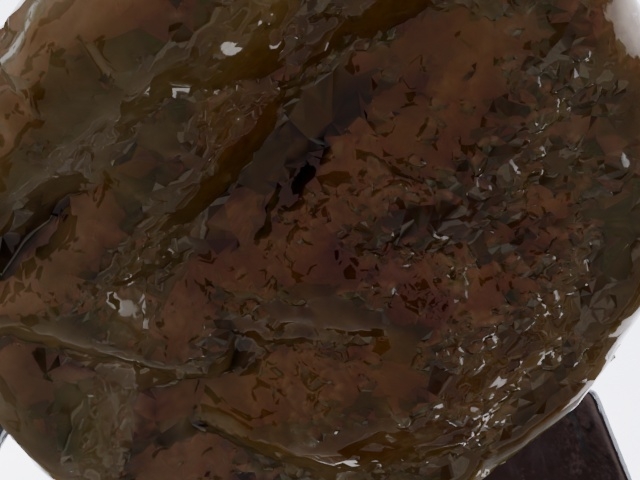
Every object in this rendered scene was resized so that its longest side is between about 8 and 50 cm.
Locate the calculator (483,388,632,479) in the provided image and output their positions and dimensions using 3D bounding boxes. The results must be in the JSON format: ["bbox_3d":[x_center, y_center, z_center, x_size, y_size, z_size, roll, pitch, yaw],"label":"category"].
[{"bbox_3d":[0.209,0.266,1.057,0.161,0.021,0.262,-23,-98,29],"label":"calculator"}]

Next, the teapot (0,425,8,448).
[{"bbox_3d":[-0.307,0.002,0.772,0.376,0.305,0.362,-2,-41,-3],"label":"teapot"}]

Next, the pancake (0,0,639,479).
[{"bbox_3d":[0.001,0.000,0.595,0.387,0.082,0.387,-5,-61,-10],"label":"pancake"}]
